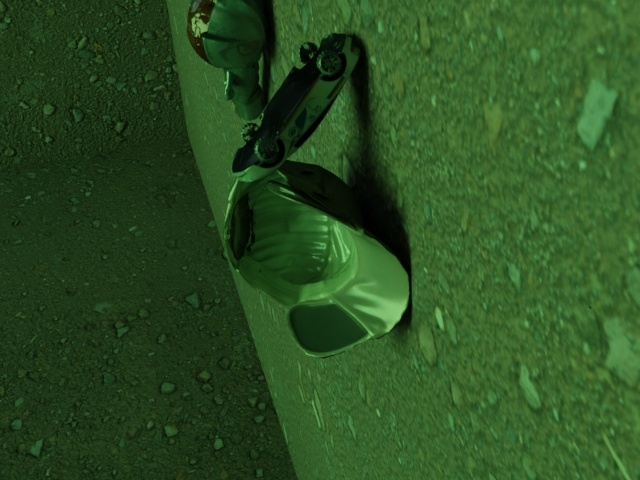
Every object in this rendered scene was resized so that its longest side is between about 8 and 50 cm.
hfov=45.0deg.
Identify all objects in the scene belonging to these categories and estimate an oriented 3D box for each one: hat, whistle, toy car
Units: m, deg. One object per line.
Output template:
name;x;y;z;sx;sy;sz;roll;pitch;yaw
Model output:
hat;0.003;0.004;0.945;0.275;0.161;0.232;27;138;44
whistle;-0.152;-0.335;1.361;0.346;0.134;0.142;83;-175;-64
toy car;-0.030;-0.149;0.880;0.205;0.056;0.095;-55;26;6
